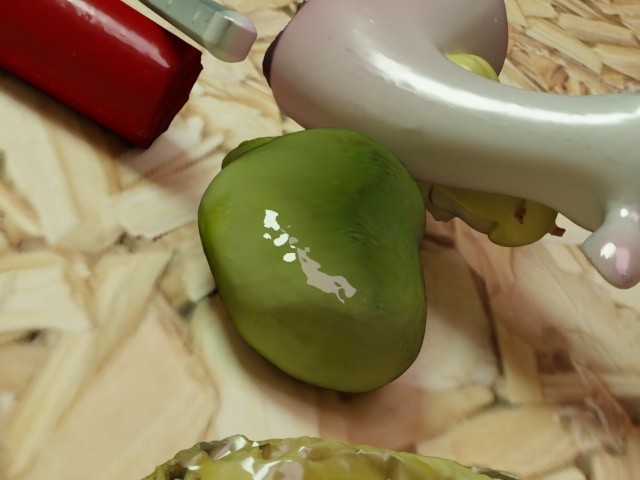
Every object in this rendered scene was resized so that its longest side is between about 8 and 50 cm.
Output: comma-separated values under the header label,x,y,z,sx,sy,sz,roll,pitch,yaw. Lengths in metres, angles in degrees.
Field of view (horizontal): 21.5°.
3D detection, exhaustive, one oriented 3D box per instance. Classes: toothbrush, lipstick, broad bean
label,x,y,z,sx,sy,sz,roll,pitch,yaw
toothbrush,-0.100,-0.146,0.969,0.030,0.025,0.342,25,7,-25
lipstick,-0.197,-0.146,0.917,0.279,0.073,0.073,32,24,3
broad bean,0.000,0.000,0.832,0.124,0.082,0.174,28,23,-8

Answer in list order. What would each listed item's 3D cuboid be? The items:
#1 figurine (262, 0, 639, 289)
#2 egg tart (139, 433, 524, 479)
label,x,y,z,sx,sy,sz,roll,pitch,yaw
figurine,0.172,-0.046,0.955,0.315,0.206,0.284,35,5,39
egg tart,0.034,0.170,0.493,0.288,0.118,0.288,26,25,-13
